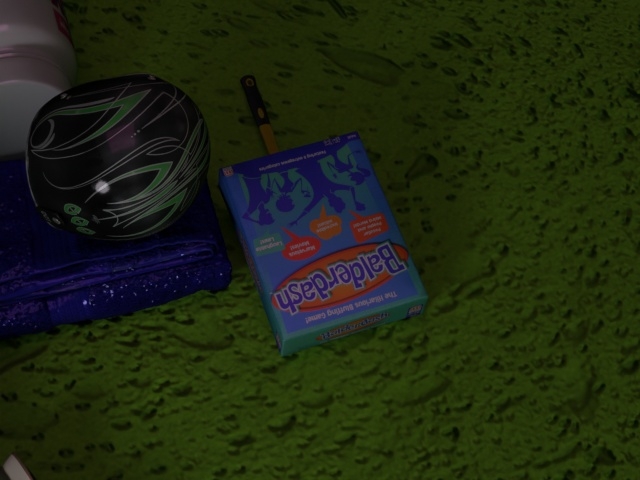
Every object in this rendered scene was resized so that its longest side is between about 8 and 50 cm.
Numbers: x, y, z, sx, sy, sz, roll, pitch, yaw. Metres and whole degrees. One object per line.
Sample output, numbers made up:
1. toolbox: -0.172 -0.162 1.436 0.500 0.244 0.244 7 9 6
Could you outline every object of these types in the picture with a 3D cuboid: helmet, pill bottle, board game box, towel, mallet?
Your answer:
1. helmet: -0.191 -0.081 1.291 0.161 0.169 0.169 -7 51 17
2. pill bottle: -0.367 -0.232 1.494 0.160 0.160 0.283 -13 55 -10
3. board game box: 0.000 0.000 1.369 0.160 0.047 0.210 -17 66 -13
4. towel: -0.261 -0.017 1.384 0.308 0.076 0.227 -12 55 -9
5. mallet: -0.053 -0.126 1.497 0.062 0.039 0.189 -6 49 -5

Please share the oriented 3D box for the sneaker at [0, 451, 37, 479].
1. sneaker: -0.265 0.286 1.168 0.086 0.064 0.192 -32 59 -13
